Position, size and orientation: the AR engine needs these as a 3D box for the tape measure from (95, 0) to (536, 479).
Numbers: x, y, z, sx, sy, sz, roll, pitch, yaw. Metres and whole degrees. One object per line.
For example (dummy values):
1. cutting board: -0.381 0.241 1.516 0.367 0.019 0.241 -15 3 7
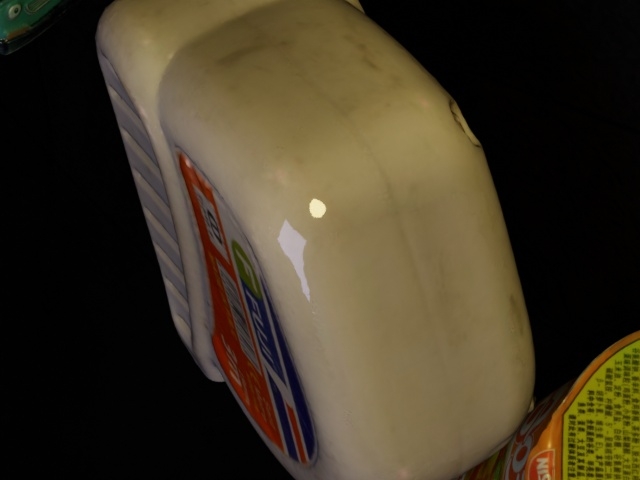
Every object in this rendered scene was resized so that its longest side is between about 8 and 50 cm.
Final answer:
1. tape measure: 0.000 0.000 0.885 0.265 0.130 0.258 47 157 44

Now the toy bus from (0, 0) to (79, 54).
1. toy bus: -0.206 -0.180 0.992 0.160 0.079 0.092 34 148 19

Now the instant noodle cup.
1. instant noodle cup: 0.145 0.135 0.907 0.168 0.168 0.185 46 157 -4
